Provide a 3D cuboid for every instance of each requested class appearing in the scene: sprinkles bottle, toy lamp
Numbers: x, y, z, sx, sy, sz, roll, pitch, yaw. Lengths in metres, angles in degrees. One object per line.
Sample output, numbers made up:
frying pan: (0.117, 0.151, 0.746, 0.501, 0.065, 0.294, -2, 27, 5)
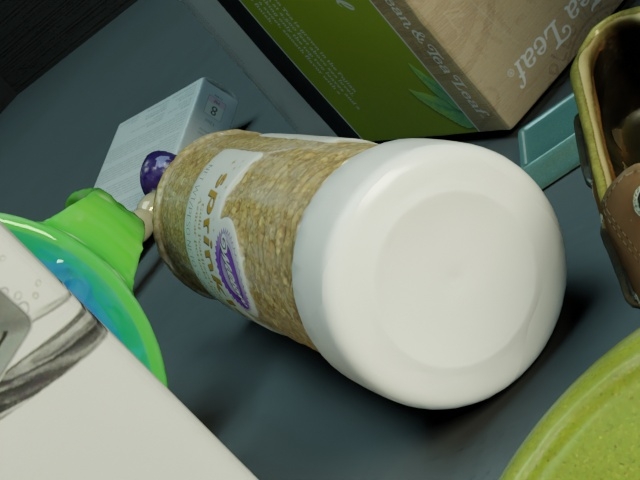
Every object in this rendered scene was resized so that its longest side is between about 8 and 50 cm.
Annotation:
sprinkles bottle: (0.000, 0.000, 0.736, 0.121, 0.121, 0.355, -46, 18, -10)
toy lamp: (-0.199, 0.032, 1.143, 0.080, 0.080, 0.275, -20, 30, 50)

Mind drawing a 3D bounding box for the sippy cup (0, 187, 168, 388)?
sippy cup: (-0.235, 0.113, 0.842, 0.305, 0.240, 0.224, -17, -2, -22)

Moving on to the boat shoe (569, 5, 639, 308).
boat shoe: (0.146, -0.001, 0.457, 0.110, 0.104, 0.307, -38, 20, 10)

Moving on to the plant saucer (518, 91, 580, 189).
plant saucer: (0.188, -0.095, 0.726, 0.192, 0.018, 0.067, -36, 19, 23)

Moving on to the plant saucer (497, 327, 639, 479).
plant saucer: (0.107, 0.099, 0.304, 0.241, 0.037, 0.241, -33, 38, 31)

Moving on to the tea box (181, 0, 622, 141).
tea box: (0.092, -0.259, 0.966, 0.329, 0.220, 0.323, -48, 20, -17)

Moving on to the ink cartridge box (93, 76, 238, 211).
ink cartridge box: (-0.186, -0.041, 1.358, 0.189, 0.066, 0.232, -18, 51, 51)

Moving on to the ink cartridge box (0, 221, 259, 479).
ink cartridge box: (-0.246, 0.096, 0.597, 0.285, 0.395, 0.166, -47, 21, -12)
